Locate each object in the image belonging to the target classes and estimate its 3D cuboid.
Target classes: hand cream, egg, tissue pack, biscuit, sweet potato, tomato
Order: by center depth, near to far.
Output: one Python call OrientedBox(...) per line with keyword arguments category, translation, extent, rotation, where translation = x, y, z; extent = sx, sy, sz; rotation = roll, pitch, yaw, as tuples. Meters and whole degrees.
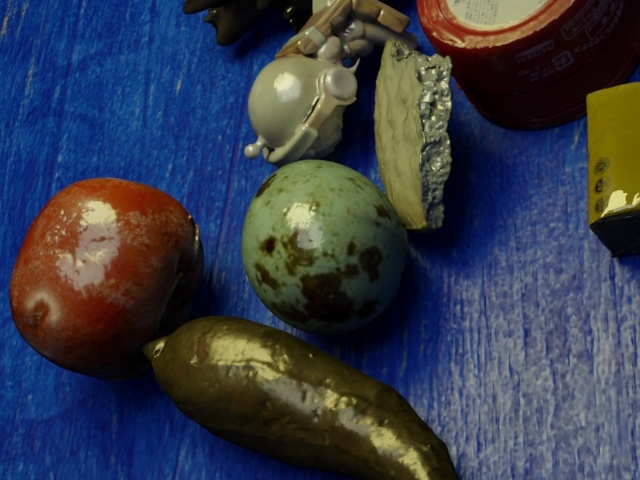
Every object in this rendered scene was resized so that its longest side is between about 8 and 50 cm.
OrientedBox(category="tissue pack", translation=(0.325, -0.077, 1.517), extent=(0.120, 0.082, 0.169), rotation=(-12, 51, 25))
OrientedBox(category="sweet potato", translation=(-0.009, 0.171, 1.528), extent=(0.423, 0.130, 0.130), rotation=(23, 72, 36))
OrientedBox(category="egg", translation=(0.000, 0.000, 1.617), extent=(0.169, 0.169, 0.231), rotation=(-33, 36, 8))
OrientedBox(category="biscuit", translation=(0.097, -0.121, 1.655), extent=(0.040, 0.188, 0.265), rotation=(3, 47, -16))
OrientedBox(category="hand cream", translation=(0.226, -0.247, 1.669), extent=(0.230, 0.149, 0.230), rotation=(-16, 52, 21))
OrientedBox(category="tomato", translation=(-0.236, 0.040, 1.708), extent=(0.189, 0.232, 0.232), rotation=(22, 69, 12))

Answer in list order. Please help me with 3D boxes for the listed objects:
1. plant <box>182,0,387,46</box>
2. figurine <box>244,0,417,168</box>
OrientedBox(category="plant", translation=(-0.051, -0.358, 1.908), extent=(0.321, 0.194, 0.181), rotation=(-8, 50, 26))
OrientedBox(category="figurine", translation=(0.001, -0.177, 1.793), extent=(0.236, 0.141, 0.162), rotation=(-60, 19, -15))
